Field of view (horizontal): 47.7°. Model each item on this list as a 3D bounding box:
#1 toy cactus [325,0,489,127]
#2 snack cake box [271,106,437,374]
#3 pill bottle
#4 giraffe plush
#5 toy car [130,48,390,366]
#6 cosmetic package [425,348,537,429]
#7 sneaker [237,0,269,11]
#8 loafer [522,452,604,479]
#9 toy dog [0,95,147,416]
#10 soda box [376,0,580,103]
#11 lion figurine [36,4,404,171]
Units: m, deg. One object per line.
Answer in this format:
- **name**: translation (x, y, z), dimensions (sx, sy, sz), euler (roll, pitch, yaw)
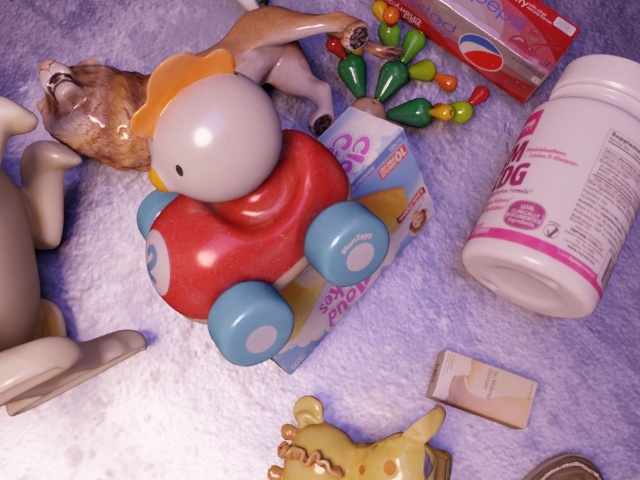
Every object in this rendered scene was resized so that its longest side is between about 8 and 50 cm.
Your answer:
- **toy cactus**: translation (0.085, -0.187, 0.903), dimensions (0.219, 0.112, 0.180), euler (34, 86, -5)
- **snack cake box**: translation (0.000, 0.000, 0.807), dimensions (0.264, 0.152, 0.089), euler (-47, 48, -13)
- **pill bottle**: translation (0.295, -0.066, 0.853), dimensions (0.160, 0.160, 0.283), euler (29, 75, 2)
- **giraffe plush**: translation (0.036, 0.257, 0.762), dimensions (0.170, 0.210, 0.181), euler (7, 42, 20)
- **toy car**: translation (-0.095, -0.057, 0.632), dimensions (0.210, 0.238, 0.219), euler (-39, 46, -6)
- **cosmetic package**: translation (0.188, 0.175, 0.848), dimensions (0.115, 0.041, 0.060), euler (18, 76, 0)
- **sneaker**: translation (-0.152, -0.382, 0.936), dimensions (0.086, 0.085, 0.237), euler (-39, 86, 14)
- **loafer**: translation (0.232, 0.342, 0.789), dimensions (0.094, 0.087, 0.251), euler (42, 77, 5)
- **toy dog**: translation (-0.419, 0.000, 0.735), dimensions (0.395, 0.284, 0.408), euler (-27, 83, 9)
- **soda box**: translation (0.191, -0.296, 0.932), dimensions (0.263, 0.092, 0.083), euler (37, 77, 3)
- **lion figurine**: translation (-0.122, -0.186, 0.850), dimensions (0.392, 0.142, 0.240), euler (-27, 46, -18)
